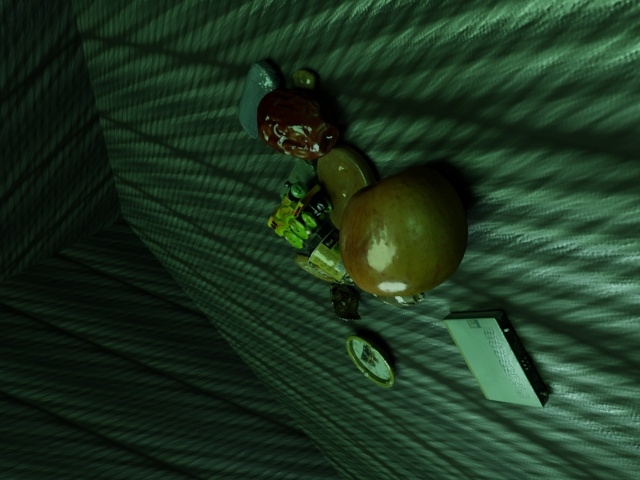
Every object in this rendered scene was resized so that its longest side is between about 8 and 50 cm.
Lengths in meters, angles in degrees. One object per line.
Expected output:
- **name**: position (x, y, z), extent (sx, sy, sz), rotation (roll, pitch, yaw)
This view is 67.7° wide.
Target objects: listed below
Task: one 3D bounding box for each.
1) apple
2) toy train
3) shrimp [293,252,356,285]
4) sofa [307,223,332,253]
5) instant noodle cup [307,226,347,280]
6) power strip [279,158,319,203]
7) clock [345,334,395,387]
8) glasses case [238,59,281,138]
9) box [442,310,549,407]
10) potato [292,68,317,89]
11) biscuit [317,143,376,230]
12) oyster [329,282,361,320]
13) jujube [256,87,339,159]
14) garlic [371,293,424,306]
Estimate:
- **apple**: position (0.181, -0.022, 1.090), extent (0.299, 0.298, 0.275), rotation (6, 115, 52)
- **toy train**: position (-0.067, -0.081, 1.460), extent (0.160, 0.100, 0.296), rotation (42, 153, 2)
- **shrimp**: position (0.020, 0.093, 1.605), extent (0.287, 0.063, 0.152), rotation (14, 159, 42)
- **sofa**: position (0.000, 0.000, 1.581), extent (0.039, 0.060, 0.118), rotation (42, 147, 6)
- **instant noodle cup**: position (0.048, 0.049, 1.488), extent (0.122, 0.151, 0.151), rotation (41, 148, 9)
- **power strip**: position (-0.062, -0.181, 1.501), extent (0.078, 0.052, 0.272), rotation (51, 150, 7)
- **clock**: position (0.190, 0.428, 1.736), extent (0.237, 0.057, 0.237), rotation (37, 147, 29)
- **glasses case**: position (-0.187, -0.415, 1.434), extent (0.109, 0.067, 0.282), rotation (47, 147, 7)
- **box**: position (0.458, 0.306, 1.252), extent (0.270, 0.045, 0.210), rotation (59, 149, -6)
- **potato**: position (-0.043, -0.421, 1.251), extent (0.083, 0.040, 0.051), rotation (26, 144, 41)
- **biscuit**: position (0.105, -0.103, 1.342), extent (0.275, 0.052, 0.355), rotation (-10, 109, 59)
- **oyster**: position (0.083, 0.199, 1.625), extent (0.177, 0.105, 0.056), rotation (-104, 30, -44)
- **jujube**: position (-0.066, -0.310, 1.268), extent (0.250, 0.174, 0.174), rotation (34, 144, 36)
- **garlic**: position (0.198, 0.133, 1.389), extent (0.195, 0.087, 0.101), rotation (37, 155, -5)
